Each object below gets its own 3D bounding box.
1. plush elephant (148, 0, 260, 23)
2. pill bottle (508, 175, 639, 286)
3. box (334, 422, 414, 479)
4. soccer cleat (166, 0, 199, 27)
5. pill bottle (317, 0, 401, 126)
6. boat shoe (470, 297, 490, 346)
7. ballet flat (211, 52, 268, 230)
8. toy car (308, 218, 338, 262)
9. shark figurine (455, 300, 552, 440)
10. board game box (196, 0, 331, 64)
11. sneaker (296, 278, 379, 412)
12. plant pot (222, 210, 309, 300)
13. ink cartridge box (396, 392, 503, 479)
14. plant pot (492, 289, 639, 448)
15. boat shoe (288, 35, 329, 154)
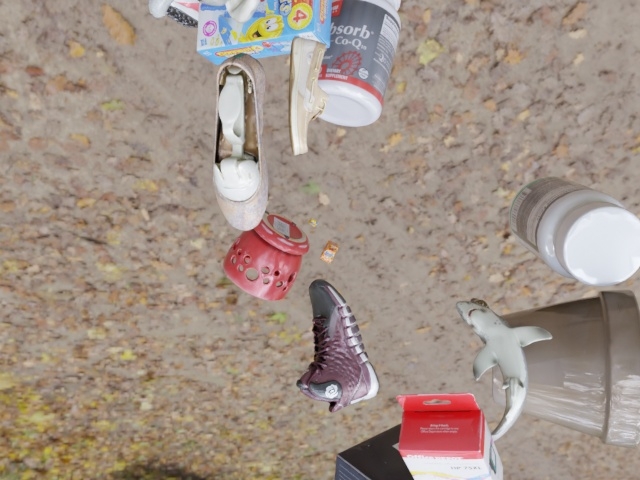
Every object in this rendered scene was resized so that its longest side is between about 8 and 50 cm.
[{"bbox_3d":[-0.247,-0.527,1.103,0.329,0.272,0.256,-28,139,-17],"label":"plush elephant"},{"bbox_3d":[0.582,-0.027,1.406,0.204,0.361,0.204,0,104,1],"label":"pill bottle"},{"bbox_3d":[0.204,0.622,1.444,0.343,0.178,0.313,-9,110,-40],"label":"box"},{"bbox_3d":[-0.406,-0.664,1.541,0.108,0.117,0.318,16,175,36],"label":"soccer cleat"},{"bbox_3d":[0.089,-0.498,1.560,0.210,0.363,0.210,13,167,3],"label":"pill bottle"},{"bbox_3d":[0.429,0.215,1.582,0.056,0.049,0.152,-19,105,2],"label":"boat shoe"},{"bbox_3d":[-0.151,-0.167,1.070,0.107,0.106,0.316,0,101,7],"label":"ballet flat"},{"bbox_3d":[0.000,0.000,1.614,0.060,0.122,0.040,-44,180,-17],"label":"toy car"},{"bbox_3d":[0.338,0.251,1.108,0.166,0.279,0.116,-3,168,21],"label":"shark figurine"},{"bbox_3d":[-0.126,-0.579,1.384,0.301,0.309,0.086,-1,173,24],"label":"board game box"},{"bbox_3d":[0.004,0.233,1.287,0.162,0.282,0.106,-25,179,-24],"label":"sneaker"},{"bbox_3d":[-0.130,0.033,1.567,0.191,0.191,0.174,20,114,-34],"label":"plant pot"},{"bbox_3d":[0.213,0.349,1.004,0.134,0.078,0.231,-9,129,24],"label":"ink cartridge box"},{"bbox_3d":[0.514,0.262,1.300,0.280,0.323,0.323,1,147,17],"label":"plant pot"},{"bbox_3d":[-0.016,-0.206,0.871,0.059,0.170,0.063,2,180,-6],"label":"boat shoe"}]
